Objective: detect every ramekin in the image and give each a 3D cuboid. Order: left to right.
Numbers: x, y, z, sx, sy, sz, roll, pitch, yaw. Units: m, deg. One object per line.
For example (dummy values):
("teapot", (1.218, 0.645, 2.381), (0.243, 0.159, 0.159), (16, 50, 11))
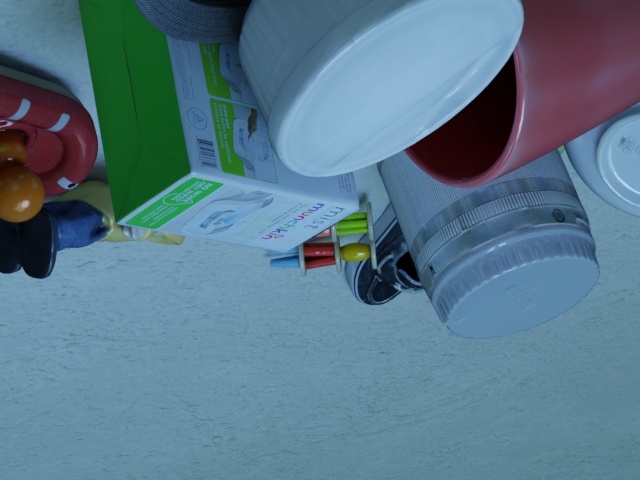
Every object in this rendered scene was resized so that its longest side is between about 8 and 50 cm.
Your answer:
("ramekin", (0.046, -0.190, 1.472), (0.273, 0.127, 0.273), (-27, 158, -12))

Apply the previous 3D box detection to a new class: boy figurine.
("boy figurine", (-0.262, -0.022, 1.848), (0.177, 0.092, 0.285), (6, -170, 31))

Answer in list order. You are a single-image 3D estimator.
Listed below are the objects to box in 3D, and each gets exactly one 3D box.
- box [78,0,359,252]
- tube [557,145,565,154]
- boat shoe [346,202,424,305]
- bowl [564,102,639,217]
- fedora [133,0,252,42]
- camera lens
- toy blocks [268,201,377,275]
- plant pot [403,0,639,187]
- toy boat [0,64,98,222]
("box", (-0.100, -0.141, 1.580), (0.231, 0.262, 0.126), (10, 149, -45))
("tube", (0.274, -0.093, 2.146), (0.070, 0.062, 0.240), (-54, 177, -46))
("boat shoe", (0.125, 0.026, 2.212), (0.108, 0.102, 0.301), (-4, 149, -27))
("bowl", (0.417, -0.129, 1.904), (0.297, 0.134, 0.298), (11, 129, 14))
("fedora", (-0.072, -0.318, 1.431), (0.243, 0.124, 0.275), (-10, 149, -18))
("camera lens", (0.205, -0.044, 1.946), (0.219, 0.274, 0.219), (-15, 152, -8))
("toy blocks", (0.000, 0.000, 2.138), (0.148, 0.054, 0.123), (-5, 144, 3))
("plant pot", (0.221, -0.215, 1.687), (0.243, 0.275, 0.275), (-17, 155, -29))
("toy boat", (-0.332, -0.087, 1.655), (0.151, 0.151, 0.231), (-33, 156, 25))
